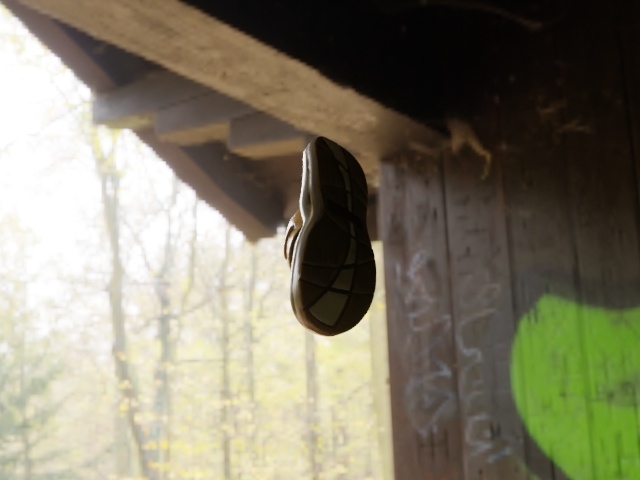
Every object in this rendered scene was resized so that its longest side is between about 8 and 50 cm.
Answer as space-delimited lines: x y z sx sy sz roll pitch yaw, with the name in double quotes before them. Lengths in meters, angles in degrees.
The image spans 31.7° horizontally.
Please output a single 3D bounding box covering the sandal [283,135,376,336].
"sandal" 0.000 0.000 0.810 0.072 0.180 0.049 34 -52 -31
